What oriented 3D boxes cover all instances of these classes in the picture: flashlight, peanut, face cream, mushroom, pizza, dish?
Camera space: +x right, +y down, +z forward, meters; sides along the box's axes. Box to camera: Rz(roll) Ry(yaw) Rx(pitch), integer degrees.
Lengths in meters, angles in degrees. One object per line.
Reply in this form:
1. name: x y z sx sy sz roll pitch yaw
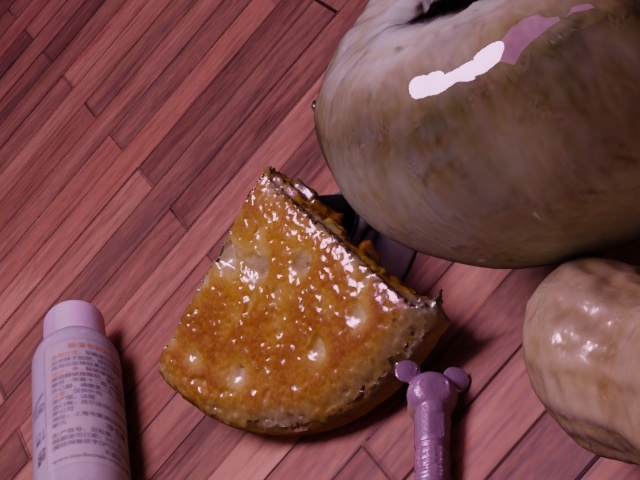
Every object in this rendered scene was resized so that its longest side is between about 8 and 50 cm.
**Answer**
1. flashlight: 0.072 0.129 1.024 0.031 0.052 0.110 108 168 -51
2. peanut: 0.192 0.071 0.835 0.123 0.123 0.256 -52 30 -2
3. face cream: -0.205 0.146 1.331 0.082 0.082 0.269 -41 30 16
4. mushroom: 0.152 -0.138 0.972 0.352 0.260 0.352 -30 28 18
5. pizza: -0.019 0.045 1.153 0.292 0.058 0.197 -19 73 41
6. dish: 0.000 0.000 1.217 0.141 0.078 0.141 -34 34 27

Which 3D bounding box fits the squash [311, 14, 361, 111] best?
1. squash: 0.134 -0.215 1.258 0.378 0.101 0.101 -41 31 17
